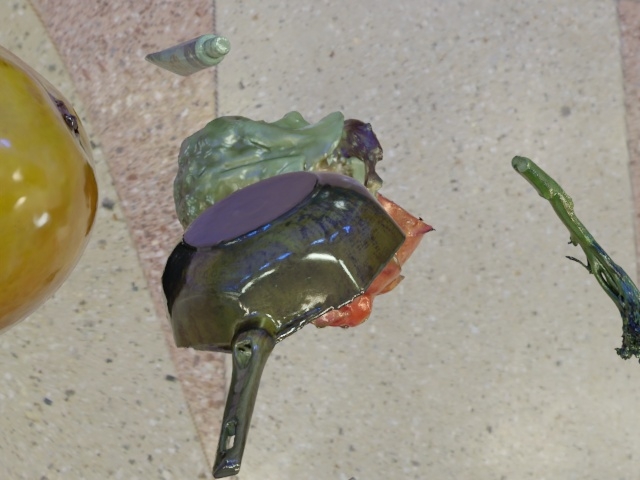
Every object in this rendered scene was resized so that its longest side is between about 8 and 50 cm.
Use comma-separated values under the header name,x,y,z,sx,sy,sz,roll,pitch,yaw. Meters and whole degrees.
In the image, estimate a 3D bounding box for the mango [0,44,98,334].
name,x,y,z,sx,sy,sz,roll,pitch,yaw
mango,-0.364,-0.004,0.686,0.232,0.445,0.300,64,27,-13

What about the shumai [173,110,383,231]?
name,x,y,z,sx,sy,sz,roll,pitch,yaw
shumai,-0.036,-0.051,1.093,0.256,0.218,0.189,43,44,-23

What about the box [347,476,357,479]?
name,x,y,z,sx,sy,sz,roll,pitch,yaw
box,0.058,0.374,1.237,0.045,0.062,0.098,-35,105,-3

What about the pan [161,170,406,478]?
name,x,y,z,sx,sy,sz,roll,pitch,yaw
pan,-0.018,0.014,0.438,0.128,0.202,0.048,-28,113,-5

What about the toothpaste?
name,x,y,z,sx,sy,sz,roll,pitch,yaw
toothpaste,-0.159,-0.226,1.131,0.062,0.216,0.037,24,82,-27

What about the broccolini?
name,x,y,z,sx,sy,sz,roll,pitch,yaw
broccolini,0.270,0.026,0.922,0.062,0.123,0.271,-38,110,12

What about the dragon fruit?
name,x,y,z,sx,sy,sz,roll,pitch,yaw
dragon fruit,0.000,0.000,1.421,0.305,0.305,0.226,30,94,-21
